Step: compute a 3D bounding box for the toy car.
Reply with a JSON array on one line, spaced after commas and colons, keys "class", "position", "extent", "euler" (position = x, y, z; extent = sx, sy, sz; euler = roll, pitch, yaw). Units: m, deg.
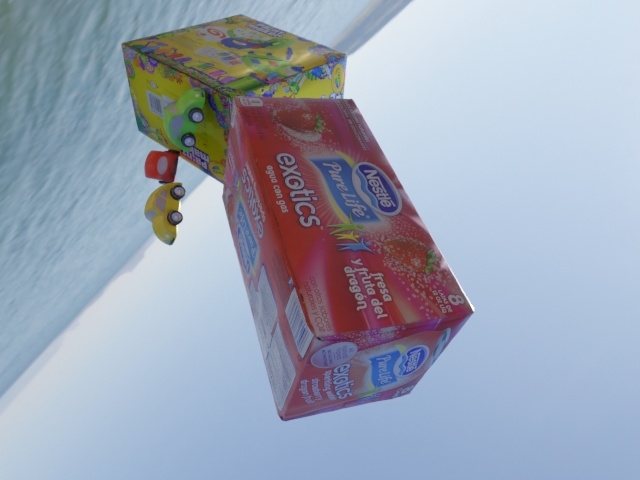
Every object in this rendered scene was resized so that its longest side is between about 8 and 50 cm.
[{"class": "toy car", "position": [-0.235, -0.140, 0.798], "extent": [0.225, 0.053, 0.239], "euler": [-63, -149, 30]}]

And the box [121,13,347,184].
[{"class": "box", "position": [-0.152, -0.272, 0.940], "extent": [0.279, 0.290, 0.177], "euler": [-34, 143, -36]}]

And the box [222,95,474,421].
[{"class": "box", "position": [0.000, 0.000, 0.436], "extent": [0.128, 0.122, 0.257], "euler": [109, -32, -45]}]
